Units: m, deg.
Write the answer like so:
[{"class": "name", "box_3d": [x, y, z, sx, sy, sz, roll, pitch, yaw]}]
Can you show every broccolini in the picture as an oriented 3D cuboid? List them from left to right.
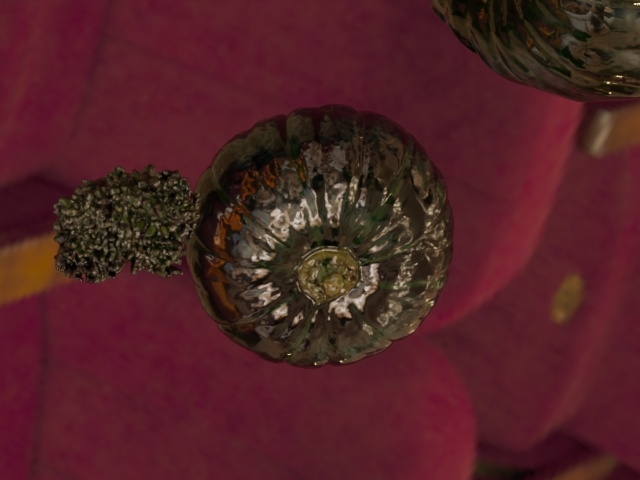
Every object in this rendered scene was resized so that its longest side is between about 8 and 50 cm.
[{"class": "broccolini", "box_3d": [-0.118, -0.019, 1.036, 0.074, 0.201, 0.058, -3, 100, -16]}]

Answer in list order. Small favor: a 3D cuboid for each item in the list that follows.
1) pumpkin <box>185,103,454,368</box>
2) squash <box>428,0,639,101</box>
[{"class": "pumpkin", "box_3d": [0.000, 0.000, 1.384, 0.140, 0.202, 0.202, -92, -165, -62]}, {"class": "squash", "box_3d": [0.129, -0.169, 0.906, 0.172, 0.218, 0.218, 6, 114, -34]}]
